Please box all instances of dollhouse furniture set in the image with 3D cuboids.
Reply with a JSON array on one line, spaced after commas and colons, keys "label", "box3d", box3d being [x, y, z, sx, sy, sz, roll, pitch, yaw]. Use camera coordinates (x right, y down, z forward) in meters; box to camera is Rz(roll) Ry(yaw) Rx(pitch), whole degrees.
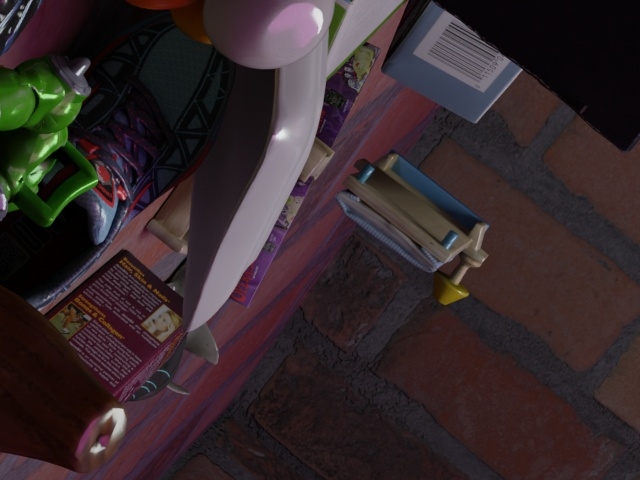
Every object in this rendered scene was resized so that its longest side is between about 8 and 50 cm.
[{"label": "dollhouse furniture set", "box3d": [0.000, 0.000, 1.396, 0.198, 0.303, 0.286, -54, 174, 14]}]

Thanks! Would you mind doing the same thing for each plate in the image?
[{"label": "plate", "box3d": [-0.042, -0.109, 0.967, 0.278, 0.045, 0.277, 121, -25, -56]}]

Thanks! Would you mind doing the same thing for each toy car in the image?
[{"label": "toy car", "box3d": [-0.049, -0.196, 0.742, 0.136, 0.159, 0.182, 18, 116, -45]}]

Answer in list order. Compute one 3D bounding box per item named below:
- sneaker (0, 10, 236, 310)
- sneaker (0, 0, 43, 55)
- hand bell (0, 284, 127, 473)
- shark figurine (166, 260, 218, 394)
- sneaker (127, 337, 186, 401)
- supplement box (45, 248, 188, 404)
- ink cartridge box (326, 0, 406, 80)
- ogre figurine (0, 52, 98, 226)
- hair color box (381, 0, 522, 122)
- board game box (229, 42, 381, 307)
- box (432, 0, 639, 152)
[{"label": "sneaker", "box3d": [-0.138, -0.039, 0.883, 0.262, 0.104, 0.125, -51, -162, -6]}, {"label": "sneaker", "box3d": [-0.127, -0.162, 0.570, 0.080, 0.081, 0.211, -58, -171, 38]}, {"label": "hand bell", "box3d": [-0.150, 0.001, 0.383, 0.126, 0.242, 0.126, -41, 146, -36]}, {"label": "shark figurine", "box3d": [-0.179, 0.129, 1.773, 0.166, 0.116, 0.278, -42, 167, -50]}, {"label": "sneaker", "box3d": [-0.221, 0.132, 1.506, 0.267, 0.101, 0.106, -46, 170, -47]}, {"label": "supplement box", "box3d": [-0.218, 0.108, 1.353, 0.188, 0.104, 0.081, -45, 172, -47]}, {"label": "ink cartridge box", "box3d": [0.041, -0.267, 1.107, 0.189, 0.097, 0.255, -48, 172, -30]}, {"label": "ogre figurine", "box3d": [-0.189, -0.038, 0.739, 0.118, 0.097, 0.197, -32, 152, -37]}, {"label": "hair color box", "box3d": [0.192, -0.317, 1.335, 0.185, 0.113, 0.374, -51, -167, 54]}, {"label": "board game box", "box3d": [-0.029, -0.079, 1.742, 0.347, 0.056, 0.208, 120, -7, -55]}, {"label": "box", "box3d": [0.116, -0.273, 0.560, 0.343, 0.312, 0.179, -49, 174, -29]}]
